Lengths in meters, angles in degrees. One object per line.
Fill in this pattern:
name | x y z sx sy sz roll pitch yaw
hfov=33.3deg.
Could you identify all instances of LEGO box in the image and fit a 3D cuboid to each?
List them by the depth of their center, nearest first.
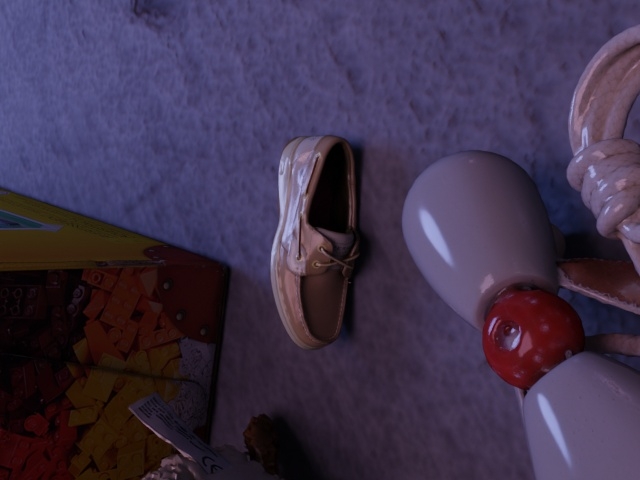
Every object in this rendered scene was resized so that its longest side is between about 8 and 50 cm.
LEGO box | -0.373 0.061 0.813 0.500 0.372 0.193 16 102 45

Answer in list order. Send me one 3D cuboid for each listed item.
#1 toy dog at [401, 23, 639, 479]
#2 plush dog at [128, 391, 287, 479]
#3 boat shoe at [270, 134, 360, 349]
toy dog | 0.160 0.093 0.465 0.220 0.161 0.334 -34 52 43
plush dog | -0.088 0.244 0.663 0.225 0.262 0.211 -55 21 19
boat shoe | 0.000 0.000 0.662 0.045 0.050 0.135 -7 86 50
